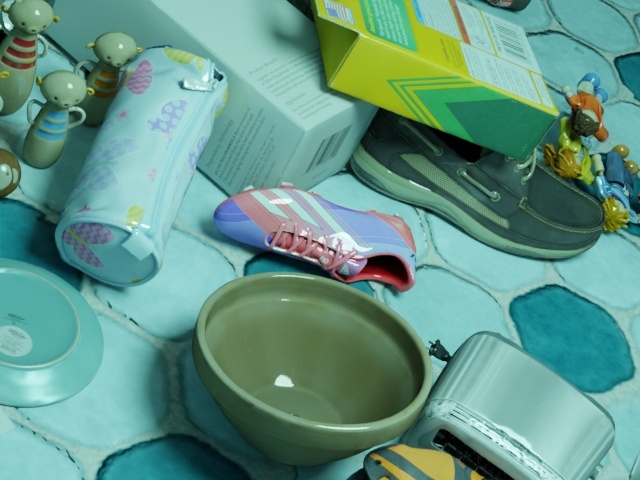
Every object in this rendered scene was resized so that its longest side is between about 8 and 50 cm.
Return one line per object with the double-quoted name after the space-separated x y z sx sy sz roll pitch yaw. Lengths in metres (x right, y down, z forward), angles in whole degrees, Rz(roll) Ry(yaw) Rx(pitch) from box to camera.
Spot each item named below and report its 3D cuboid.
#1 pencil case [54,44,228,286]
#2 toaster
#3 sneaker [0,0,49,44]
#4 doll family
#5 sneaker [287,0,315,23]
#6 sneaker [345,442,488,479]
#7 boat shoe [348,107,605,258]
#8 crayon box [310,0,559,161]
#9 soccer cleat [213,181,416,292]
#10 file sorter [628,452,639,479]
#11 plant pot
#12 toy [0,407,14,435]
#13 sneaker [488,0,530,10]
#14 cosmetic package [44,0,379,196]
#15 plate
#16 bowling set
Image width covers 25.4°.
-0.184 -0.081 1.504 0.124 0.113 0.273 -3 48 26 "pencil case"
0.183 0.199 1.461 0.227 0.129 0.146 37 41 6 "toaster"
-0.364 -0.262 1.675 0.083 0.071 0.191 45 49 8 "sneaker"
0.390 -0.092 1.941 0.263 0.118 0.163 45 31 -10 "doll family"
-0.062 -0.318 1.893 0.267 0.106 0.101 42 41 -21 "sneaker"
0.060 0.302 1.299 0.180 0.124 0.321 37 37 26 "sneaker"
0.211 -0.086 1.784 0.355 0.130 0.132 19 40 -13 "boat shoe"
0.110 -0.230 1.688 0.323 0.083 0.203 20 34 -22 "crayon box"
0.000 0.000 1.604 0.248 0.083 0.095 10 47 -27 "soccer cleat"
0.451 0.249 1.457 0.173 0.277 0.193 35 39 3 "file sorter"
-0.017 0.143 1.393 0.237 0.109 0.237 13 32 -8 "plant pot"
-0.397 0.114 1.248 0.237 0.056 0.137 46 37 11 "toy"
0.248 -0.483 2.269 0.145 0.090 0.270 13 44 -24 "sneaker"
-0.125 -0.221 1.700 0.365 0.155 0.197 41 39 14 "cosmetic package"
-0.297 0.080 1.372 0.188 0.024 0.188 18 40 -16 "plate"
-0.318 -0.156 1.509 0.287 0.154 0.200 5 45 -27 "bowling set"
